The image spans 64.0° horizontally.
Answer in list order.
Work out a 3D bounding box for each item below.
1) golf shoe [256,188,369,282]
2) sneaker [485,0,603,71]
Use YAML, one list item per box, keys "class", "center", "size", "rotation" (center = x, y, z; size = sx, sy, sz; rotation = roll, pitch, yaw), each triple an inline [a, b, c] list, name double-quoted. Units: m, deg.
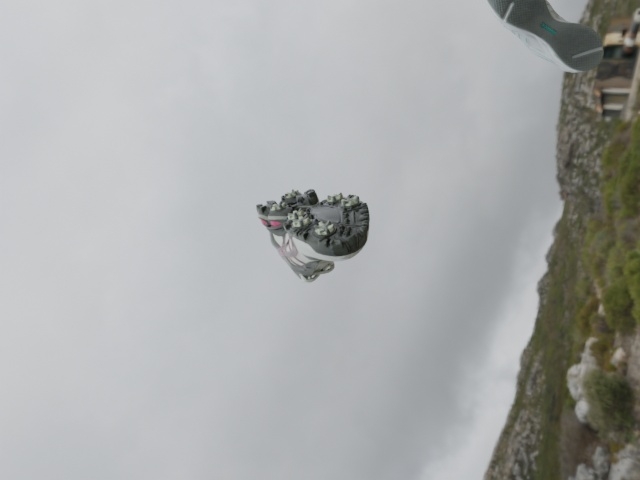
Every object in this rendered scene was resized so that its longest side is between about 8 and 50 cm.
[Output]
- class: "golf shoe"
  center: [0.000, 0.000, 0.698]
  size: [0.105, 0.273, 0.120]
  rotation: [-22, -74, -16]
- class: "sneaker"
  center: [0.230, -0.232, 0.554]
  size: [0.053, 0.152, 0.061]
  rotation: [-46, 0, 11]
